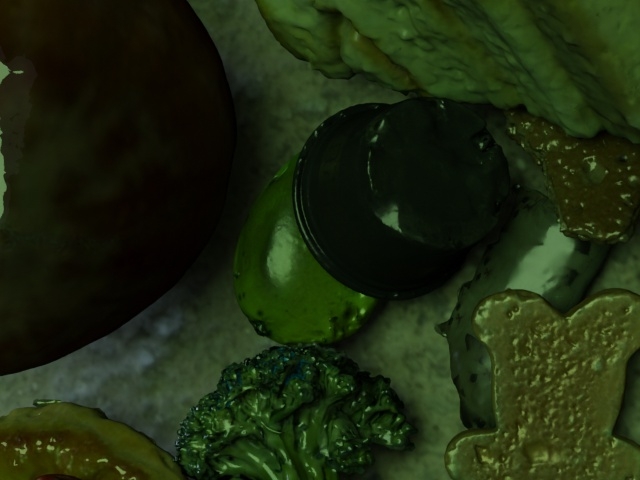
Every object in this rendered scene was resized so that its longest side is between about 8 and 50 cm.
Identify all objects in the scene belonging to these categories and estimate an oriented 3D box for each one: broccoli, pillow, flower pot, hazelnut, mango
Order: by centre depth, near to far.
[{"bbox_3d":[0.070,-0.039,1.455,0.107,0.157,0.157,156,118,-64],"label":"flower pot"},{"bbox_3d":[0.156,0.030,1.473,0.093,0.051,0.241,31,94,24],"label":"pillow"},{"bbox_3d":[-0.019,0.158,1.474,0.154,0.167,0.160,-37,52,44],"label":"broccoli"},{"bbox_3d":[-0.226,-0.075,1.508,0.366,0.366,0.366,-5,76,23],"label":"hazelnut"},{"bbox_3d":[-0.001,0.000,1.528,0.119,0.100,0.178,25,80,-12],"label":"mango"}]

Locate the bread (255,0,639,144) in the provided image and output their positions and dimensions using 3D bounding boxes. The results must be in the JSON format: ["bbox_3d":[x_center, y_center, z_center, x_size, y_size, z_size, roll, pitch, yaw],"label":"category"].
[{"bbox_3d":[0.136,-0.249,1.402,0.395,0.264,0.239,18,65,29],"label":"bread"}]

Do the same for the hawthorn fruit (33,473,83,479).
[{"bbox_3d":[-0.191,0.215,1.437,0.093,0.093,0.093,-5,76,23],"label":"hawthorn fruit"}]

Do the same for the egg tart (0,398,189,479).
[{"bbox_3d":[-0.219,0.294,1.538,0.341,0.132,0.341,-6,75,23],"label":"egg tart"}]

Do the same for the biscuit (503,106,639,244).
[{"bbox_3d":[0.207,-0.106,1.463,0.131,0.026,0.237,10,67,28],"label":"biscuit"}]

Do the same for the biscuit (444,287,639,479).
[{"bbox_3d":[0.169,0.151,1.428,0.153,0.030,0.234,2,91,6],"label":"biscuit"}]
